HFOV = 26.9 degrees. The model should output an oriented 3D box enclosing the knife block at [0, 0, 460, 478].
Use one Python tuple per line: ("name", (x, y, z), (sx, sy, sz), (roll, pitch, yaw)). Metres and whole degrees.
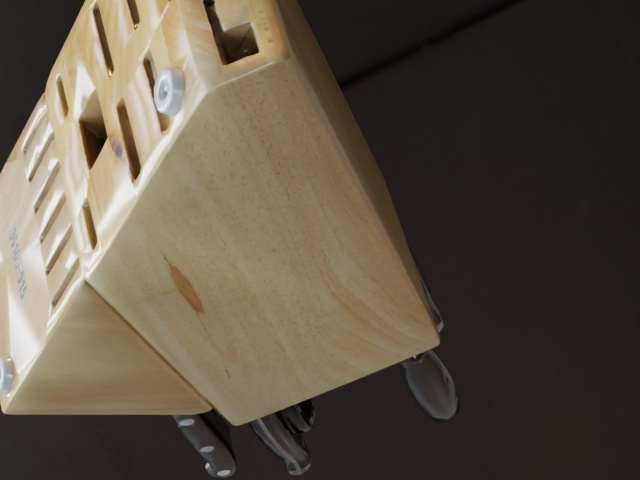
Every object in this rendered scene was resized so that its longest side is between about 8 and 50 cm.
("knife block", (0.000, 0.000, 0.530), (0.242, 0.088, 0.275), (3, -37, -32))
